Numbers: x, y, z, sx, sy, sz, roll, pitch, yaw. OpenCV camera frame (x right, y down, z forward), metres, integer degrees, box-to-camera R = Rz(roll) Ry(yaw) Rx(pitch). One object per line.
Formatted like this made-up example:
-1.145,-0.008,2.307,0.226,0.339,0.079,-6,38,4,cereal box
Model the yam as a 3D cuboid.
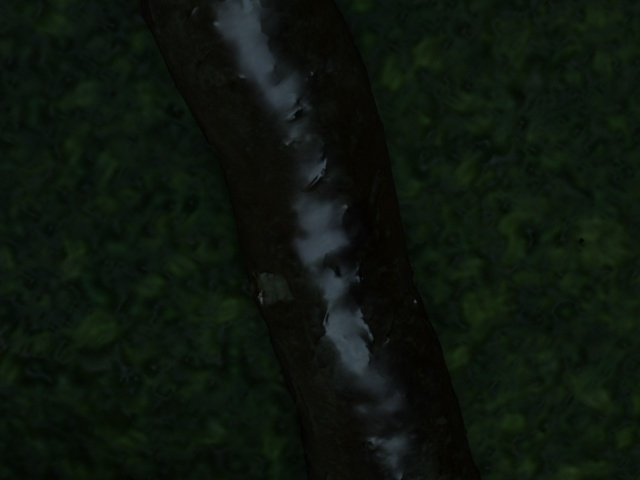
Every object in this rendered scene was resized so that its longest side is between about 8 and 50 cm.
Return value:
0.000,0.000,0.418,0.061,0.061,0.253,-19,109,-1,yam
